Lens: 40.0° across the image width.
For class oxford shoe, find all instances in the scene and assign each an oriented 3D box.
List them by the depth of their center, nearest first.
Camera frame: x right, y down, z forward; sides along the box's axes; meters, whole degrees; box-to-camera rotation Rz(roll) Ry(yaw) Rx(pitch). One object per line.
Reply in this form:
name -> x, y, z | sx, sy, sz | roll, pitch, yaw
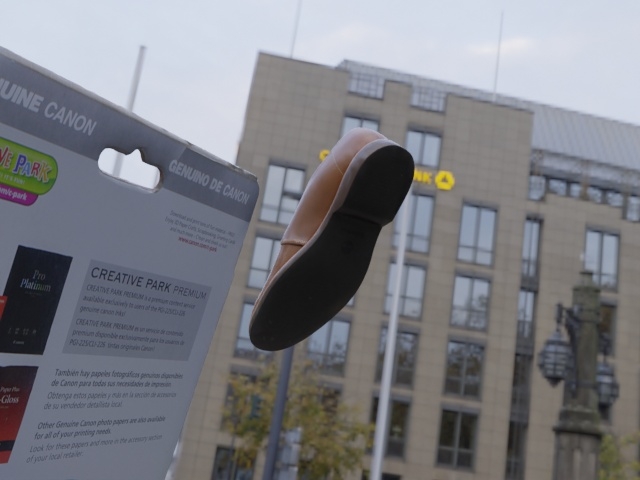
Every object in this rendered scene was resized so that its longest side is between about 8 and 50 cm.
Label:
oxford shoe -> 0.000, 0.000, 0.752 | 0.076, 0.212, 0.076 | 25, 13, -37

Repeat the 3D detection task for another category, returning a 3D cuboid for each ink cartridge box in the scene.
ink cartridge box -> -0.189, 0.043, 0.507 | 0.130, 0.271, 0.309 | 18, -3, 23
